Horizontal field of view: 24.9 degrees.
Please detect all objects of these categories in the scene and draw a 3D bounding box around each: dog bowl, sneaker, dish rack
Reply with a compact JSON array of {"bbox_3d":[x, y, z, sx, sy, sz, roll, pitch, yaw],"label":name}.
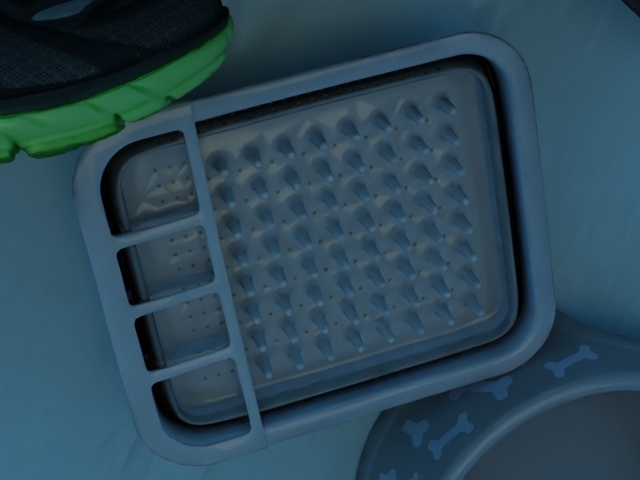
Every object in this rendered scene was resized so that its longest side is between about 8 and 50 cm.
[{"bbox_3d":[0.208,0.223,1.213,0.349,0.102,0.349,-6,115,-13],"label":"dog bowl"},{"bbox_3d":[-0.272,-0.145,0.858,0.483,0.185,0.202,-4,100,-26],"label":"sneaker"},{"bbox_3d":[0.000,0.000,1.068,0.333,0.072,0.285,-15,116,-9],"label":"dish rack"}]

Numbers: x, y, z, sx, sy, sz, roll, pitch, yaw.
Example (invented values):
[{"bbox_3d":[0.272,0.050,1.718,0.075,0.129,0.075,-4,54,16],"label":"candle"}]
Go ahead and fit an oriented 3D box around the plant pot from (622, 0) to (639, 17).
[{"bbox_3d":[0.280,-0.215,0.992,0.215,0.215,0.230,-38,133,3],"label":"plant pot"}]
